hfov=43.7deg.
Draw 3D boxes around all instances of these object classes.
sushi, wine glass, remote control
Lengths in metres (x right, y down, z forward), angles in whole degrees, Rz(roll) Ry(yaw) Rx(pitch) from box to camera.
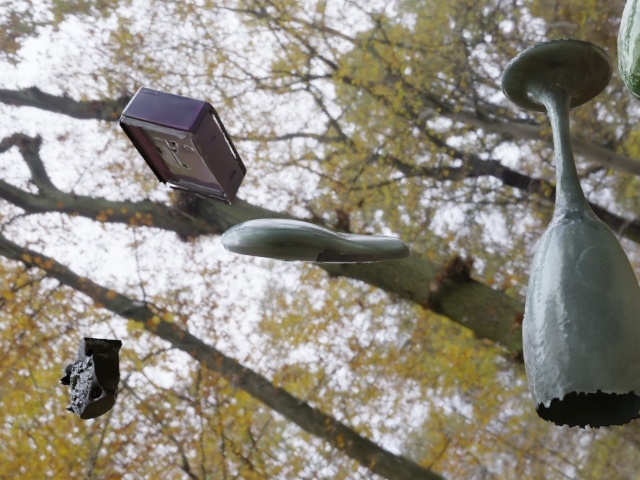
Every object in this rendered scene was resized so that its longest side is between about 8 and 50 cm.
[{"bbox_3d":[-0.292,0.182,1.028,0.056,0.083,0.084,11,-45,-43],"label":"sushi"},{"bbox_3d":[0.174,0.024,0.713,0.096,0.264,0.310,12,-119,-17],"label":"wine glass"},{"bbox_3d":[0.000,0.002,0.929,0.256,0.097,0.045,4,-81,-40],"label":"remote control"}]

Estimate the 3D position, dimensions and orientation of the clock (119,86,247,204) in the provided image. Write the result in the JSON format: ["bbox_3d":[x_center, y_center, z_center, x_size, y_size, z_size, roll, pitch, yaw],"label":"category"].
[{"bbox_3d":[-0.210,-0.146,1.255,0.073,0.144,0.193,-65,-23,-22],"label":"clock"}]

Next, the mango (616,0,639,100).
[{"bbox_3d":[0.257,-0.135,0.395,0.237,0.137,0.091,-10,-33,3],"label":"mango"}]
